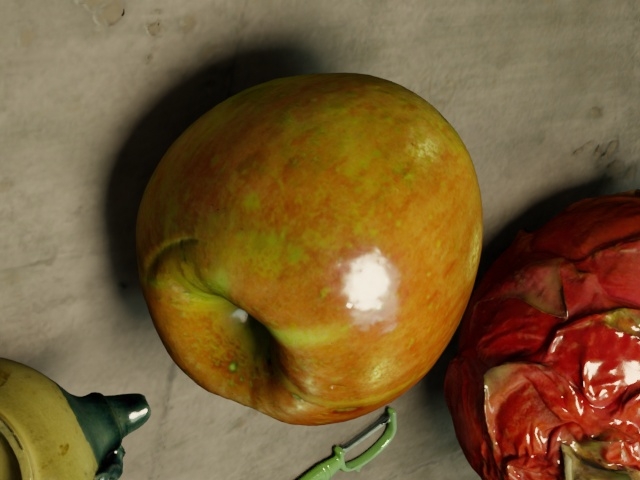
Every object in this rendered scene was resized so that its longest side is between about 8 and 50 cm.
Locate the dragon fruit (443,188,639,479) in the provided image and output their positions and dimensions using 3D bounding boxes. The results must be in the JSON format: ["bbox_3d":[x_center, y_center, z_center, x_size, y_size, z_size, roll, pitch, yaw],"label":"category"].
[{"bbox_3d":[0.253,0.110,1.470,0.343,0.277,0.277,-74,160,-45],"label":"dragon fruit"}]

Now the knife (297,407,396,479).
[{"bbox_3d":[-0.010,0.228,1.488,0.212,0.015,0.054,-34,144,-25],"label":"knife"}]

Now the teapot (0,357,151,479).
[{"bbox_3d":[-0.241,0.172,1.118,0.269,0.173,0.182,-29,172,4],"label":"teapot"}]

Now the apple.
[{"bbox_3d":[0.000,0.000,1.159,0.226,0.246,0.246,-47,143,-33],"label":"apple"}]
